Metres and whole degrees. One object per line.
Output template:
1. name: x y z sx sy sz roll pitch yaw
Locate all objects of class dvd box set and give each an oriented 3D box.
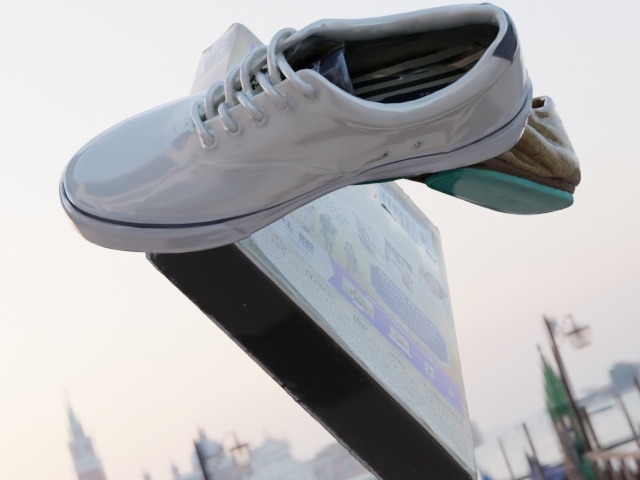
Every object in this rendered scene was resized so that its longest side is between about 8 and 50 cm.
1. dvd box set: 0.000 0.000 1.106 0.062 0.307 0.420 -38 21 18

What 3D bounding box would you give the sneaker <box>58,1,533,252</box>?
1. sneaker: -0.018 -0.070 0.679 0.258 0.094 0.091 -17 -35 -1

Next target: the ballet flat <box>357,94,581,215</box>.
1. ballet flat: 0.084 -0.096 1.008 0.342 0.124 0.116 5 -15 -43
